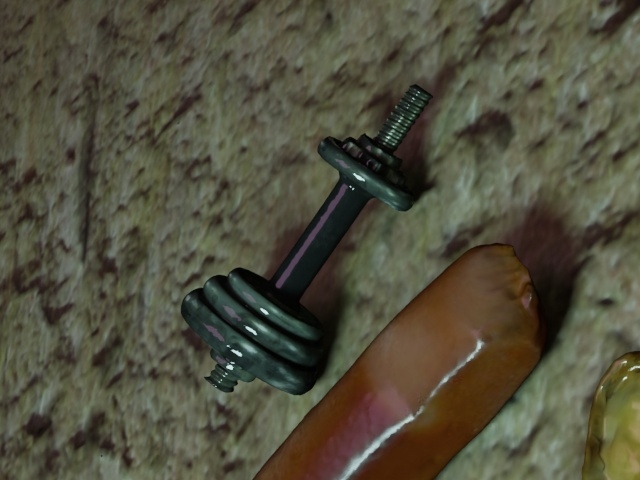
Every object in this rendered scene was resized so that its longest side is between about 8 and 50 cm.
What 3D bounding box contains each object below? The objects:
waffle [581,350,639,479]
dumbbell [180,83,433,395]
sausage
[{"bbox_3d":[0.224,0.164,0.758,0.348,0.077,0.304,-15,56,51],"label":"waffle"},{"bbox_3d":[0.000,0.000,1.393,0.254,0.110,0.110,-55,34,6],"label":"dumbbell"},{"bbox_3d":[0.041,0.122,1.269,0.300,0.083,0.089,-48,31,22],"label":"sausage"}]
